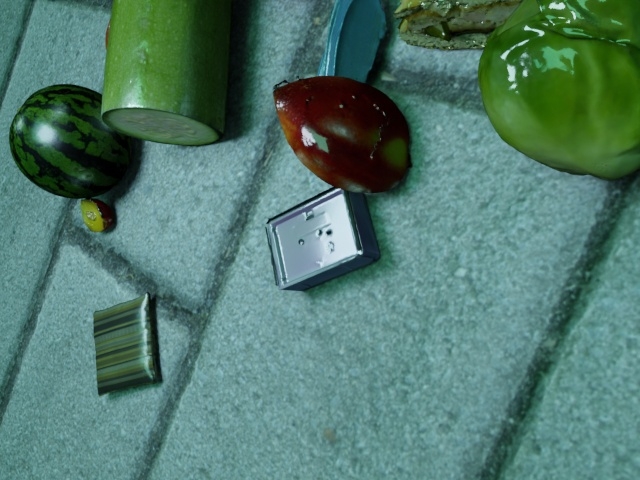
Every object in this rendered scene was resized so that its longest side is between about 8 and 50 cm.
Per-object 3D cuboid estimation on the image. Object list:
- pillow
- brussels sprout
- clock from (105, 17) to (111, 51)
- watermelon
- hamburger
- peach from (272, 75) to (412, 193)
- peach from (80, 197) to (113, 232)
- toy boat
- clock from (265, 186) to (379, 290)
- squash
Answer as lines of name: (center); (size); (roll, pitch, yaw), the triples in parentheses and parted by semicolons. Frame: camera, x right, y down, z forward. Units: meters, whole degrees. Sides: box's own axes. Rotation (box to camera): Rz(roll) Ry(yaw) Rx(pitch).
pillow: (-0.468, 0.249, 1.361); (0.208, 0.052, 0.212); (-19, 73, 31)
brussels sprout: (0.334, -0.226, 0.723); (0.259, 0.227, 0.294); (-25, 94, 56)
clock: (-0.505, -0.567, 1.534); (0.205, 0.051, 0.205); (-9, 75, 36)
watermelon: (-0.624, -0.245, 1.432); (0.285, 0.285, 0.285); (-7, 77, 36)
hamburger: (0.244, -0.375, 0.901); (0.262, 0.124, 0.131); (8, 68, 33)
peach: (0.035, -0.199, 0.967); (0.279, 0.068, 0.189); (32, 79, 3)
peach: (-0.577, -0.071, 1.490); (0.098, 0.061, 0.098); (13, 118, 26)
toy boat: (0.054, -0.376, 1.052); (0.098, 0.109, 0.238); (28, 105, 62)
clock: (0.000, 0.001, 1.037); (0.193, 0.073, 0.144); (-24, 68, 32)
squash: (-0.323, -0.422, 1.238); (0.263, 0.263, 0.384); (-2, 81, 37)
